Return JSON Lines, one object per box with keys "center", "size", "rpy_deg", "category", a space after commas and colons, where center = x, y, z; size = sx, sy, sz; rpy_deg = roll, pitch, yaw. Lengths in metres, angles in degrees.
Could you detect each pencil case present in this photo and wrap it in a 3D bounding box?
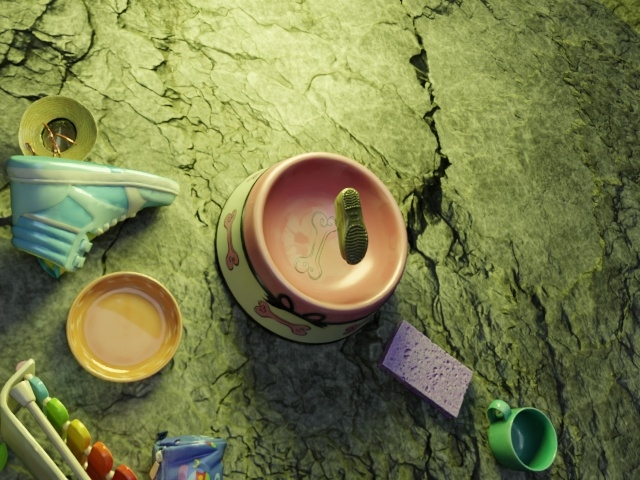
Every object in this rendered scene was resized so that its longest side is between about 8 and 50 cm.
{"center": [-0.227, 0.469, 1.001], "size": [0.133, 0.119, 0.306], "rpy_deg": [23, 60, -44], "category": "pencil case"}

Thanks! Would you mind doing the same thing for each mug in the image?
{"center": [0.430, 0.423, 1.343], "size": [0.129, 0.097, 0.158], "rpy_deg": [-4, 73, -26], "category": "mug"}

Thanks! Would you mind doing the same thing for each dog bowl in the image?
{"center": [0.000, 0.000, 1.264], "size": [0.408, 0.150, 0.408], "rpy_deg": [9, 69, -23], "category": "dog bowl"}

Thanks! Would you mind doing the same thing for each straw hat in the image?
{"center": [-0.490, -0.195, 1.154], "size": [0.144, 0.061, 0.144], "rpy_deg": [1, 85, -13], "category": "straw hat"}

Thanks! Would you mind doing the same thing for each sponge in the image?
{"center": [0.232, 0.282, 1.339], "size": [0.210, 0.031, 0.117], "rpy_deg": [37, 61, -9], "category": "sponge"}

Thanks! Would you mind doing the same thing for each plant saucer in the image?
{"center": [-0.352, 0.156, 1.106], "size": [0.200, 0.037, 0.200], "rpy_deg": [9, 68, -22], "category": "plant saucer"}

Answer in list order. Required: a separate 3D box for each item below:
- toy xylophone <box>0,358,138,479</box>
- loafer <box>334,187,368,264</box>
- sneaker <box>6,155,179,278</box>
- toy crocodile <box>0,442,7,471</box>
{"center": [-0.371, 0.316, 0.910], "size": [0.323, 0.236, 0.081], "rpy_deg": [49, 48, 7], "category": "toy xylophone"}
{"center": [0.057, -0.026, 1.187], "size": [0.056, 0.050, 0.148], "rpy_deg": [-1, 88, -22], "category": "loafer"}
{"center": [-0.410, -0.036, 1.115], "size": [0.319, 0.127, 0.208], "rpy_deg": [3, 98, -45], "category": "sneaker"}
{"center": [-0.622, 0.253, 0.901], "size": [0.340, 0.115, 0.105], "rpy_deg": [41, 41, -9], "category": "toy crocodile"}
